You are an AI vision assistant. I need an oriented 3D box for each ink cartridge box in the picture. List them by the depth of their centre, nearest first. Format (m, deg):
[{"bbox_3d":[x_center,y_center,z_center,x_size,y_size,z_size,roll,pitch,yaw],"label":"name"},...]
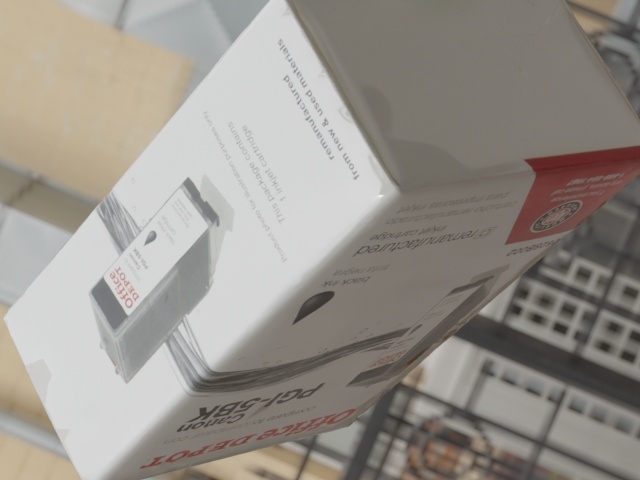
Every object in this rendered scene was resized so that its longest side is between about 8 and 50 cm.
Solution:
[{"bbox_3d":[0.000,0.000,0.442,0.099,0.056,0.135,-9,-27,-45],"label":"ink cartridge box"}]
